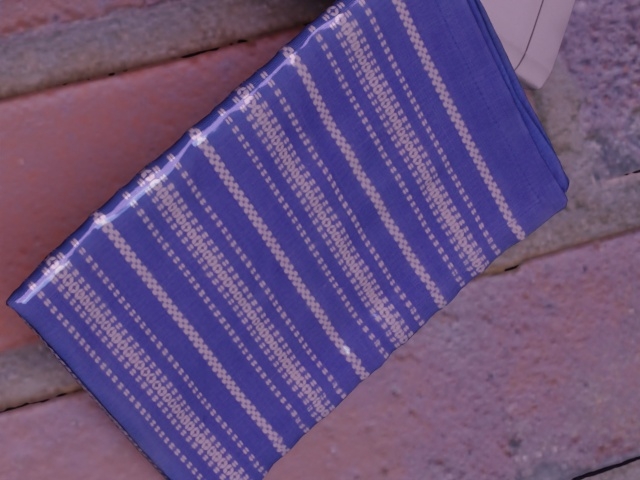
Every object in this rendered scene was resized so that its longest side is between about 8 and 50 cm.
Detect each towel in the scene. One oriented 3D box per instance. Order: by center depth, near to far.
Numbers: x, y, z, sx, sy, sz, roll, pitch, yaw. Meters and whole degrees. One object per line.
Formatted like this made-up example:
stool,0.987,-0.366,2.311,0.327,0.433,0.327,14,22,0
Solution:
towel,0.000,0.000,0.941,0.336,0.040,0.243,-43,132,-11

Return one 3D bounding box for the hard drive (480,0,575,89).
hard drive,0.058,-0.265,0.934,0.353,0.047,0.233,24,82,-43
